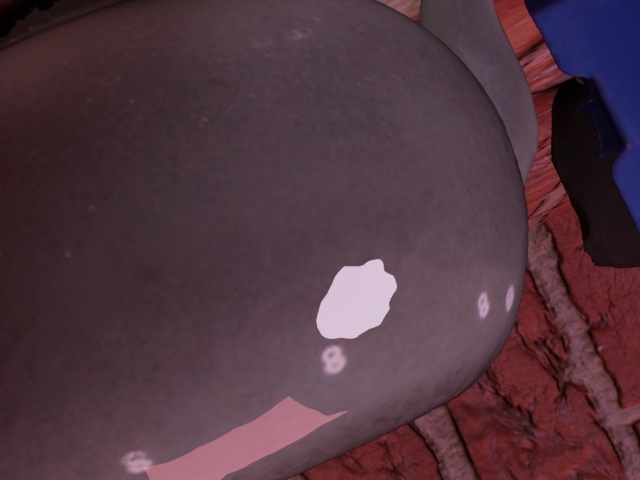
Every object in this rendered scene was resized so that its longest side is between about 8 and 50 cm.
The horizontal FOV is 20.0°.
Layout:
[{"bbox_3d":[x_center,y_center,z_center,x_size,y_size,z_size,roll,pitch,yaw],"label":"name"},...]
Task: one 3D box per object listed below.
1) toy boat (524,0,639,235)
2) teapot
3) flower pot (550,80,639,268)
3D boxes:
[{"bbox_3d":[0.228,-0.103,0.652,0.295,0.129,0.088,-27,175,6],"label":"toy boat"},{"bbox_3d":[-0.046,0.005,0.458,0.294,0.129,0.193,-21,174,-28],"label":"teapot"},{"bbox_3d":[0.207,-0.051,1.115,0.106,0.157,0.157,-12,-179,22],"label":"flower pot"}]
